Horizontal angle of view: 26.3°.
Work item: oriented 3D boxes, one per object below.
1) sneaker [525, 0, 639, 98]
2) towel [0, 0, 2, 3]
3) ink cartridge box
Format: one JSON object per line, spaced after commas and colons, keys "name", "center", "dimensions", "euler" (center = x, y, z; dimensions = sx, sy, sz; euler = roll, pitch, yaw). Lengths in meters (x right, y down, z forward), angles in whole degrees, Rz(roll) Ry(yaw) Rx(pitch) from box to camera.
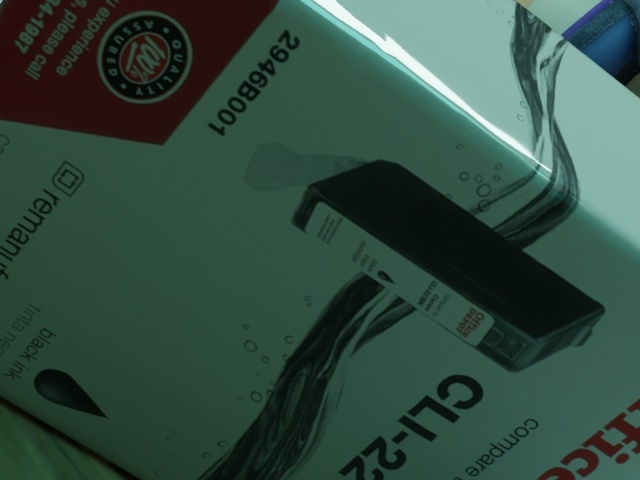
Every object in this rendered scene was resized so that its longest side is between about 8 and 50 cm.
{"name": "sneaker", "center": [0.283, -0.089, 0.888], "dimensions": [0.323, 0.130, 0.236], "euler": [-25, 73, -24]}
{"name": "towel", "center": [-0.144, -0.138, 0.657], "dimensions": [0.285, 0.034, 0.209], "euler": [40, 31, -6]}
{"name": "ink cartridge box", "center": [0.000, 0.000, 0.489], "dimensions": [0.273, 0.197, 0.114], "euler": [34, 33, -16]}
